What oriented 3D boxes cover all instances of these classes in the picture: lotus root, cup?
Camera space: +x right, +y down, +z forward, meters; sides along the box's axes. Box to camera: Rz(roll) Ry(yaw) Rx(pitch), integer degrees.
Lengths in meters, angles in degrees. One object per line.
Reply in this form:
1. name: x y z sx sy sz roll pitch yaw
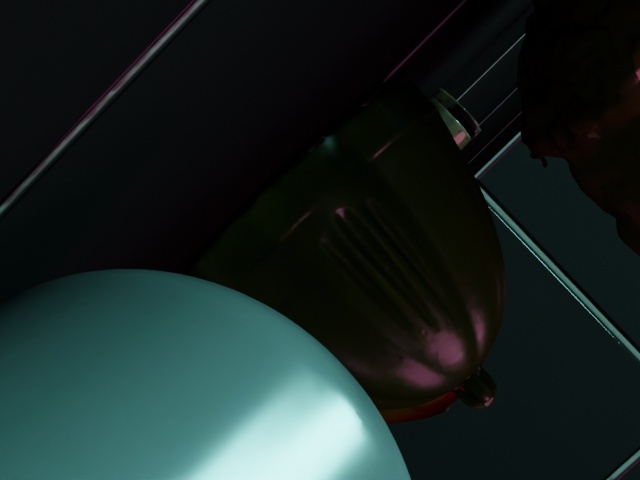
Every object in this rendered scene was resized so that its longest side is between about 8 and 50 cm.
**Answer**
1. lotus root: 0.038 0.029 1.064 0.186 0.186 0.186 -43 176 -4
2. cup: -0.101 0.141 0.573 0.205 0.205 0.312 -46 176 31

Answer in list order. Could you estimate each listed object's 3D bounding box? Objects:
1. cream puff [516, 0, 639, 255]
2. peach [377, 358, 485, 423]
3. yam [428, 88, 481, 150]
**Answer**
1. cream puff: 0.258 -0.138 1.037 0.327 0.231 0.343 -37 -178 -12
2. peach: 0.051 0.036 1.601 0.196 0.226 0.190 -8 154 23
3. yam: 0.000 0.000 1.270 0.264 0.046 0.046 -43 176 -3
